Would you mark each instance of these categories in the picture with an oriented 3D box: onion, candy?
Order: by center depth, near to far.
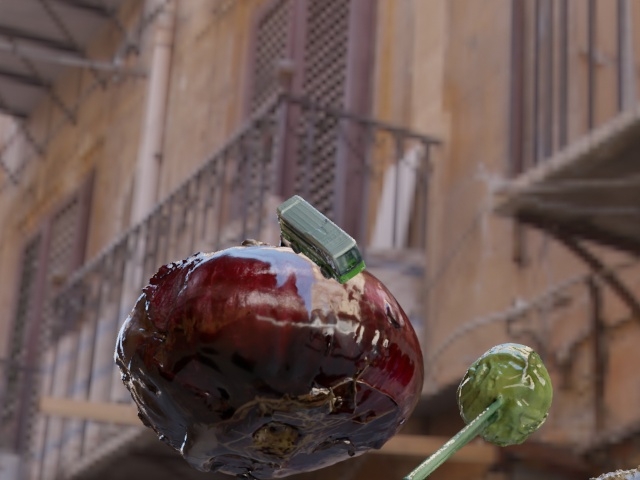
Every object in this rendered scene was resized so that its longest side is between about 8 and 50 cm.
[{"bbox_3d":[0.133,0.168,1.593,0.093,0.092,0.335,-25,0,24],"label":"candy"},{"bbox_3d":[-0.049,0.111,1.763,0.314,0.232,0.314,1,-36,0],"label":"onion"}]

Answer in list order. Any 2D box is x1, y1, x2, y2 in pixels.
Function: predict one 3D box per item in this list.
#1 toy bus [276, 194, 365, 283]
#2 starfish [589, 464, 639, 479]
[{"bbox_3d":[0.000,0.000,1.414,0.031,0.083,0.037,-33,-45,-19],"label":"toy bus"},{"bbox_3d":[0.277,0.199,1.268,0.236,0.062,0.277,8,-54,-8],"label":"starfish"}]
